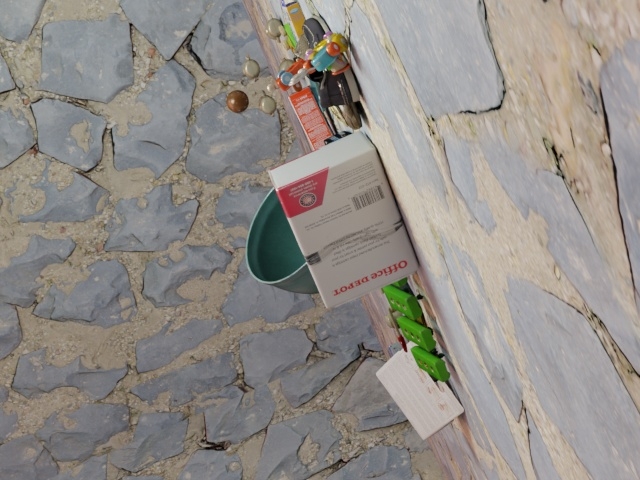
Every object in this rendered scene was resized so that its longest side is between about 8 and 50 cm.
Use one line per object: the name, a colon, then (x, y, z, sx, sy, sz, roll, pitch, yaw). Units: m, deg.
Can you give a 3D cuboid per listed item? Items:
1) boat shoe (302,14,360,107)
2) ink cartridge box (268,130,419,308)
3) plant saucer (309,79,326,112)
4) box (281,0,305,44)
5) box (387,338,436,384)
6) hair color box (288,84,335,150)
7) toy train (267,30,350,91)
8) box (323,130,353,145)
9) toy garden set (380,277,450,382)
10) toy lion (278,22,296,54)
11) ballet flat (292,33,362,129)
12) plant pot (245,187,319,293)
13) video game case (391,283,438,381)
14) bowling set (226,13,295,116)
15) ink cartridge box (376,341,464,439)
boat shoe: (-0.002, -0.273, 1.527, 0.075, 0.065, 0.206, 68, 178, -47)
ink cartridge box: (0.040, -0.032, 1.654, 0.100, 0.171, 0.237, -116, 2, -64)
plant saucer: (-0.012, -0.326, 2.010, 0.192, 0.018, 0.067, 72, 175, -70)
box: (-0.037, -0.385, 1.845, 0.081, 0.028, 0.136, -118, 7, -73)
box: (0.217, 0.301, 2.401, 0.137, 0.072, 0.126, 71, 176, -79)
hair color box: (-0.008, -0.245, 2.145, 0.093, 0.053, 0.167, -85, -30, -78)
toy train: (-0.010, -0.241, 1.425, 0.046, 0.125, 0.166, 47, 179, -16)
box: (0.075, -0.090, 1.857, 0.175, 0.051, 0.220, -122, 9, -80)
toy garden set: (0.159, 0.126, 1.886, 0.244, 0.049, 0.204, 65, 166, -17)
toy lion: (-0.046, -0.392, 2.068, 0.096, 0.034, 0.100, 59, 176, 17)
ballet flat: (0.007, -0.256, 1.618, 0.084, 0.058, 0.250, 67, 179, -48)
plant pot: (0.000, 0.000, 2.250, 0.196, 0.293, 0.293, 31, -159, -35)
video game case: (0.172, 0.131, 2.134, 0.275, 0.035, 0.248, -115, 2, -47)
bowling set: (-0.138, -0.383, 2.414, 0.154, 0.199, 0.287, -114, 5, -79)
ink cartridge box: (0.219, 0.303, 2.088, 0.181, 0.056, 0.225, 54, 149, 13)
